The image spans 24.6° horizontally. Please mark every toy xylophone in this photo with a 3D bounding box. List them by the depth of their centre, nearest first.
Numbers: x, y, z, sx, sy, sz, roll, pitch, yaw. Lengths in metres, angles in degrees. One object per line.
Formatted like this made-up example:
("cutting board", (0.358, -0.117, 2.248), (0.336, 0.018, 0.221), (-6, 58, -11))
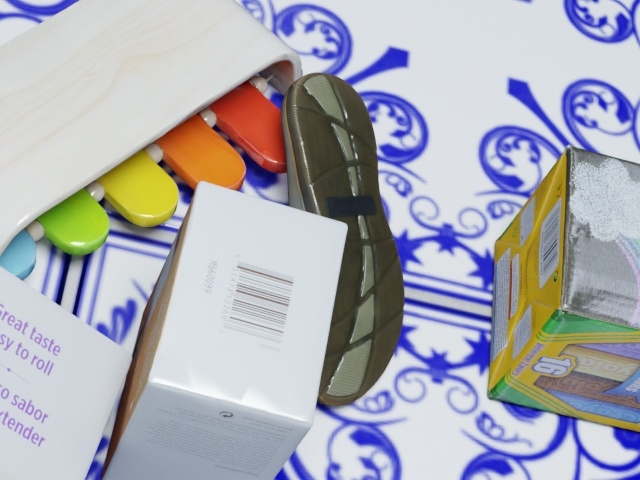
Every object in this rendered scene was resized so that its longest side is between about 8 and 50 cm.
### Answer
("toy xylophone", (-0.165, -0.102, 0.970), (0.322, 0.081, 0.236), (-28, 66, -28))

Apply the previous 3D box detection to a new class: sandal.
("sandal", (0.000, 0.000, 0.969), (0.090, 0.060, 0.219), (-2, 79, -41))

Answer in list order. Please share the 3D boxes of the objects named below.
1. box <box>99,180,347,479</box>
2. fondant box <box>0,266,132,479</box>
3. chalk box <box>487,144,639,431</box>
("box", (-0.059, 0.070, 0.850), (0.091, 0.170, 0.130), (16, 57, -10))
("fondant box", (-0.262, 0.142, 0.736), (0.238, 0.096, 0.330), (38, 51, -26))
("chalk box", (0.235, 0.046, 0.984), (0.213, 0.132, 0.132), (15, 56, -10))
